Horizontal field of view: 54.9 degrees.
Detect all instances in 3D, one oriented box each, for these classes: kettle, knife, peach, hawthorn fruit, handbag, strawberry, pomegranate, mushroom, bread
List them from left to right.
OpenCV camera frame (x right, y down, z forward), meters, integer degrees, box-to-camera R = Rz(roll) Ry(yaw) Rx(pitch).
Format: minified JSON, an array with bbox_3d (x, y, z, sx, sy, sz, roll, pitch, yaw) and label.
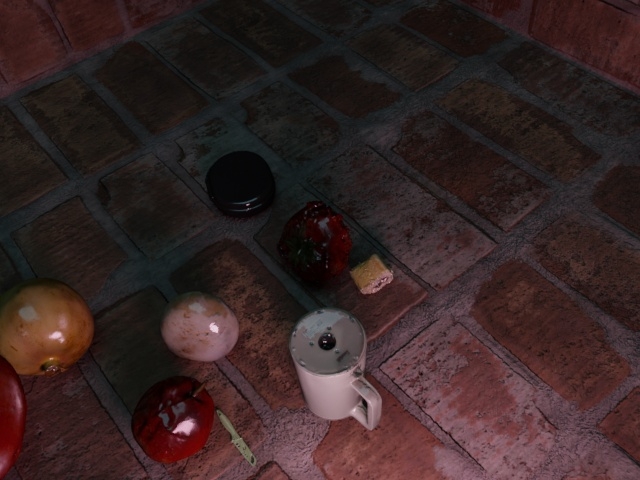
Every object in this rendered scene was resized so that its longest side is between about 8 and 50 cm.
[{"bbox_3d":[-0.993,0.470,1.665,0.338,0.417,0.353,-7,12,16],"label":"peach"},{"bbox_3d":[-0.847,0.273,1.884,0.318,0.319,0.319,-2,52,3],"label":"pomegranate"},{"bbox_3d":[-0.386,0.473,1.716,0.266,0.210,0.230,-47,38,14],"label":"hawthorn fruit"},{"bbox_3d":[-0.368,0.248,1.916,0.243,0.244,0.244,-2,52,3],"label":"mushroom"},{"bbox_3d":[-0.246,0.565,1.769,0.030,0.014,0.207,-33,57,-21],"label":"knife"},{"bbox_3d":[-0.303,-0.212,2.336,0.253,0.093,0.308,-17,53,-7],"label":"handbag"},{"bbox_3d":[0.000,0.000,2.076,0.274,0.274,0.220,40,27,30],"label":"strawberry"},{"bbox_3d":[0.056,0.360,1.710,0.264,0.318,0.205,11,53,12],"label":"kettle"},{"bbox_3d":[0.173,0.115,2.043,0.125,0.082,0.106,-36,46,4],"label":"bread"}]

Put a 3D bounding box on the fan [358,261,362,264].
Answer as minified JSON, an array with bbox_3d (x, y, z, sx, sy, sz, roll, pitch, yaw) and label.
[{"bbox_3d":[0.163,0.093,2.109,0.083,0.004,0.056,26,61,23],"label":"fan"}]
